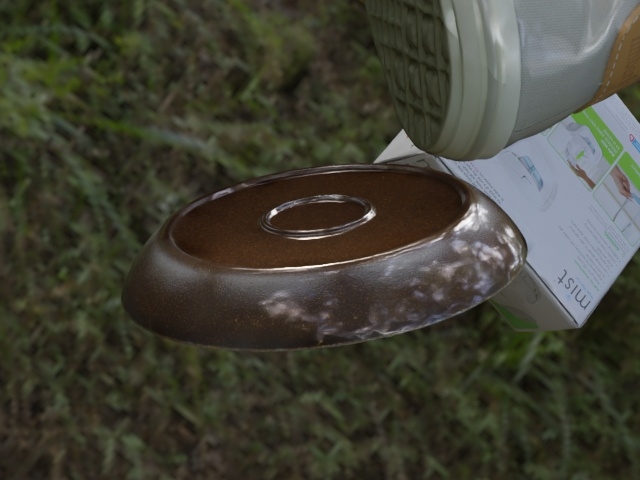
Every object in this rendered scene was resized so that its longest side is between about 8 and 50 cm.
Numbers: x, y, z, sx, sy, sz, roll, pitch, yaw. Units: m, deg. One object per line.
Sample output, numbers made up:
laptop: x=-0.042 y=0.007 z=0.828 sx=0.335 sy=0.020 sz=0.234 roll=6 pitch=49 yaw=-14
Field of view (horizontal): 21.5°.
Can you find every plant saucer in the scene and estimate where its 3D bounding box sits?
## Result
plant saucer: x=0.000 y=0.000 z=1.274 sx=0.310 sy=0.050 sz=0.310 roll=-6 pitch=19 yaw=2

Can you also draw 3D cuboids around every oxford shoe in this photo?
oxford shoe: x=0.070 y=-0.241 z=0.848 sx=0.130 sy=0.169 sz=0.449 roll=-7 pitch=63 yaw=-11

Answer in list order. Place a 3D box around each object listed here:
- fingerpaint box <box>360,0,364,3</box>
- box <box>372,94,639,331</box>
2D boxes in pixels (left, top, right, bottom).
fingerpaint box: x=-0.053 y=-0.486 z=1.707 sx=0.445 sy=0.163 sz=0.371 roll=32 pitch=-27 yaw=25
box: x=0.231 y=-0.070 z=1.823 sx=0.262 sy=0.231 sz=0.127 roll=48 pitch=-25 yaw=-18
